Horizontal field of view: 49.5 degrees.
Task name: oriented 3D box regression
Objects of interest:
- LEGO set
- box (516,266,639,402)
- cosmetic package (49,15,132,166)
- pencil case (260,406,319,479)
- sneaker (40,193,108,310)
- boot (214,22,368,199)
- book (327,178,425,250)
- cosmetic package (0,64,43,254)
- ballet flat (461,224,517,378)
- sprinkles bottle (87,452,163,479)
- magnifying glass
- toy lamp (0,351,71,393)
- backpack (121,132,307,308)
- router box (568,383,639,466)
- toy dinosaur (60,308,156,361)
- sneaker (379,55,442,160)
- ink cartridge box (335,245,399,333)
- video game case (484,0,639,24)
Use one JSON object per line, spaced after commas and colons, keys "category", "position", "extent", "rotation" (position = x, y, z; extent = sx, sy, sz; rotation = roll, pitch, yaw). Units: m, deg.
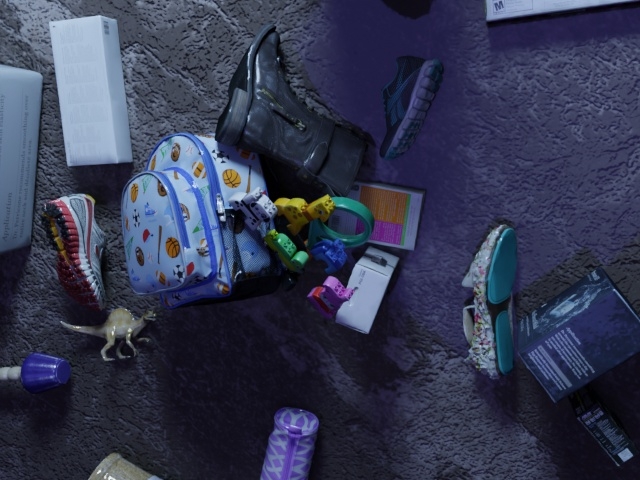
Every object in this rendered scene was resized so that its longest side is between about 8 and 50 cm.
{"category": "LEGO set", "position": [-0.012, -0.007, 0.981], "extent": [0.093, 0.087, 0.227], "rotation": [-24, 111, 46]}
{"category": "box", "position": [0.373, 0.131, 0.999], "extent": [0.158, 0.156, 0.093], "rotation": [-38, 88, 17]}
{"category": "cosmetic package", "position": [-0.385, -0.248, 1.173], "extent": [0.098, 0.060, 0.239], "rotation": [-1, 100, 13]}
{"category": "pencil case", "position": [-0.059, 0.392, 1.194], "extent": [0.086, 0.088, 0.206], "rotation": [12, 102, 10]}
{"category": "sneaker", "position": [-0.407, 0.024, 1.217], "extent": [0.088, 0.092, 0.225], "rotation": [13, 122, 30]}
{"category": "boot", "position": [-0.030, -0.190, 1.063], "extent": [0.229, 0.263, 0.091], "rotation": [23, 148, -17]}
{"category": "book", "position": [0.086, -0.043, 1.105], "extent": [0.144, 0.035, 0.096], "rotation": [12, 106, 13]}
{"category": "cosmetic package", "position": [-0.707, -0.141, 1.102], "extent": [0.327, 0.393, 0.330], "rotation": [13, 102, 12]}
{"category": "ballet flat", "position": [0.253, 0.094, 1.066], "extent": [0.077, 0.091, 0.241], "rotation": [6, 99, 44]}
{"category": "sprinkles bottle", "position": [-0.258, 0.520, 1.251], "extent": [0.355, 0.121, 0.121], "rotation": [26, 106, 9]}
{"category": "magnifying glass", "position": [0.000, 0.000, 1.074], "extent": [0.092, 0.026, 0.231], "rotation": [31, 145, -16]}
{"category": "toy lamp", "position": [-0.603, 0.254, 1.313], "extent": [0.274, 0.080, 0.080], "rotation": [-6, 99, 15]}
{"category": "backpack", "position": [-0.187, -0.034, 1.071], "extent": [0.276, 0.213, 0.264], "rotation": [-13, 79, 45]}
{"category": "router box", "position": [0.414, 0.265, 1.030], "extent": [0.038, 0.122, 0.092], "rotation": [-41, 89, 13]}
{"category": "toy dinosaur", "position": [-0.373, 0.171, 1.263], "extent": [0.183, 0.053, 0.093], "rotation": [-9, 82, 9]}
{"category": "sneaker", "position": [0.122, -0.205, 1.059], "extent": [0.076, 0.065, 0.167], "rotation": [30, 103, 25]}
{"category": "ink cartridge box", "position": [0.075, 0.074, 1.074], "extent": [0.056, 0.135, 0.099], "rotation": [22, 105, 7]}
{"category": "video game case", "position": [0.340, -0.424, 0.963], "extent": [0.232, 0.042, 0.210], "rotation": [-4, 99, 15]}
